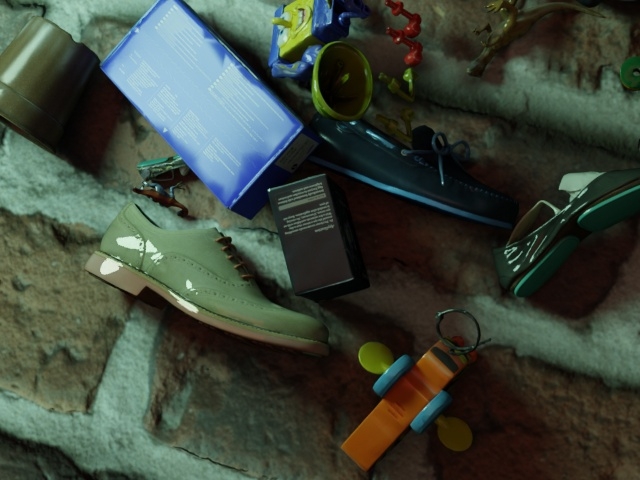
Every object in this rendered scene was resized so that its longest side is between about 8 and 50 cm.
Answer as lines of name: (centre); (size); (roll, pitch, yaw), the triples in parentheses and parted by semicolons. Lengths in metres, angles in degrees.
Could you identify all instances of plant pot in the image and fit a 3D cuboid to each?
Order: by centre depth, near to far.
plant pot: (-0.436, -0.247, 1.918); (0.167, 0.167, 0.165); (32, 84, 13)

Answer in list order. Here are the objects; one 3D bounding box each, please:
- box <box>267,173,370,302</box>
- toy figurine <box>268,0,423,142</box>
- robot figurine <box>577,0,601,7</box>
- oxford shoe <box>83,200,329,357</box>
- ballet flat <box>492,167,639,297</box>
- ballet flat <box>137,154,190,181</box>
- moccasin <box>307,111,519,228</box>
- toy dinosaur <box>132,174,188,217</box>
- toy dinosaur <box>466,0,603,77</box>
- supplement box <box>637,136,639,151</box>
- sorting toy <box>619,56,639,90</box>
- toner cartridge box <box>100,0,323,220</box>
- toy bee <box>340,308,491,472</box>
box: (0.000, 0.000, 1.793); (0.093, 0.156, 0.158); (-16, 81, 9)
toy figurine: (0.011, -0.280, 1.832); (0.217, 0.191, 0.363); (-25, 52, 44)
robot figurine: (0.395, -0.460, 1.744); (0.173, 0.209, 0.278); (-42, 67, -8)
oxford shoe: (-0.154, 0.057, 1.832); (0.397, 0.140, 0.147); (22, 82, 11)
ballet flat: (0.350, -0.035, 1.737); (0.280, 0.095, 0.096); (-39, 60, 19)
ballet flat: (-0.226, -0.116, 1.919); (0.114, 0.041, 0.041); (-16, 81, 10)
moccasin: (0.131, -0.117, 1.788); (0.342, 0.138, 0.117); (22, 90, 13)
toy dinosaur: (-0.242, -0.059, 1.896); (0.082, 0.090, 0.047); (37, 121, 2)
toy dinosaur: (0.292, -0.324, 1.822); (0.211, 0.112, 0.064); (-33, 36, 7)
supplement box: (0.552, -0.059, 1.725); (0.130, 0.073, 0.239); (-25, 79, 9)
sorting toy: (0.553, -0.306, 1.765); (0.274, 0.046, 0.132); (-14, 81, 11)
toner cartridge box: (-0.168, -0.206, 1.849); (0.165, 0.075, 0.348); (-46, 64, 7)
toy bee: (0.162, 0.207, 1.756); (0.298, 0.162, 0.195); (-29, 86, 33)
